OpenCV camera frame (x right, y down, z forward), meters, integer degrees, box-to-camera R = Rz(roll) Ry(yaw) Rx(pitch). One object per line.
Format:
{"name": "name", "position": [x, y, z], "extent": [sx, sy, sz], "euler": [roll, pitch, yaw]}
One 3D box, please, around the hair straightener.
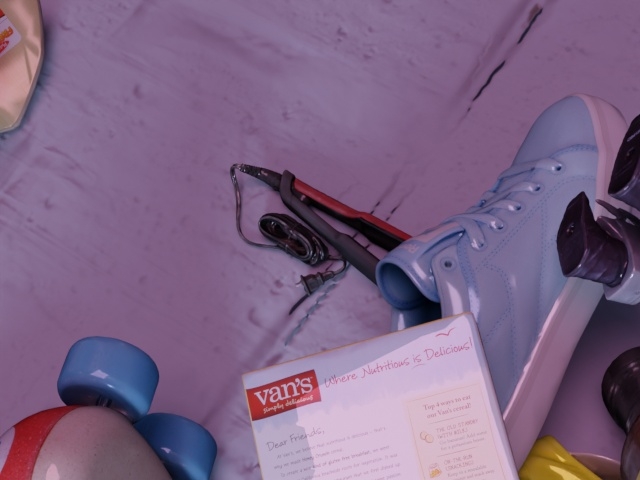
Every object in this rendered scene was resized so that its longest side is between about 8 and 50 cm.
{"name": "hair straightener", "position": [0.000, 0.000, 1.088], "extent": [0.230, 0.047, 0.089], "euler": [33, 72, 24]}

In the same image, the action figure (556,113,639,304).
{"name": "action figure", "position": [0.320, 0.031, 0.909], "extent": [0.285, 0.185, 0.099], "euler": [30, 39, -11]}

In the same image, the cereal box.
{"name": "cereal box", "position": [0.053, 0.184, 0.852], "extent": [0.173, 0.047, 0.240], "euler": [-15, 69, 8]}

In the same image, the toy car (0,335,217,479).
{"name": "toy car", "position": [-0.234, 0.212, 0.946], "extent": [0.238, 0.210, 0.219], "euler": [-3, 51, 23]}

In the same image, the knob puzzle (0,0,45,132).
{"name": "knob puzzle", "position": [-0.354, -0.180, 1.259], "extent": [0.213, 0.030, 0.213], "euler": [-3, 76, 12]}

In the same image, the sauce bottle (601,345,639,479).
{"name": "sauce bottle", "position": [0.262, 0.169, 0.819], "extent": [0.111, 0.111, 0.344], "euler": [-14, 21, 3]}

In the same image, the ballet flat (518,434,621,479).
{"name": "ballet flat", "position": [0.241, 0.215, 0.918], "extent": [0.231, 0.077, 0.077], "euler": [29, 55, 25]}

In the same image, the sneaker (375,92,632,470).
{"name": "sneaker", "position": [0.130, 0.017, 0.976], "extent": [0.150, 0.135, 0.366], "euler": [32, 66, -20]}
